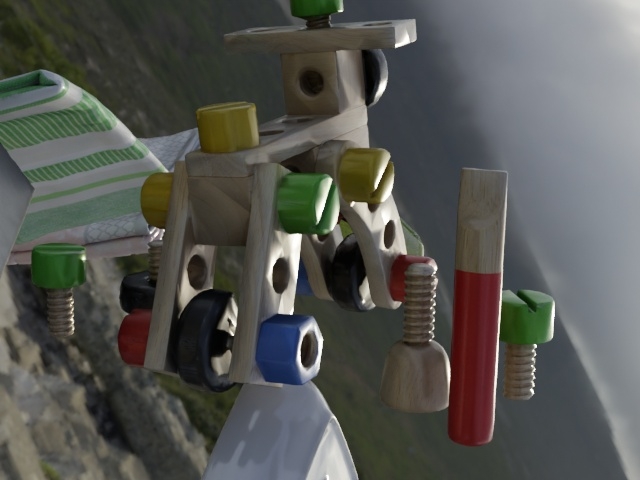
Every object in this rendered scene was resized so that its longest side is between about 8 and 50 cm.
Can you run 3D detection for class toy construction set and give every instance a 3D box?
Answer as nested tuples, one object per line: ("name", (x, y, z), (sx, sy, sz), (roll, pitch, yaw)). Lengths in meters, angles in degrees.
("toy construction set", (0.004, -0.040, 0.612), (0.309, 0.257, 0.237), (17, -71, 50))

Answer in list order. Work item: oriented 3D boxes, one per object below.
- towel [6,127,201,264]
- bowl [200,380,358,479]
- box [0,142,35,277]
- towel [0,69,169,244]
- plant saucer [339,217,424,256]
("towel", (-0.350, -0.073, 1.520), (0.332, 0.317, 0.053), (-73, 155, -57))
("bowl", (-0.021, 0.162, 0.629), (0.142, 0.053, 0.142), (74, 31, -45))
("box", (-0.506, 0.041, 0.728), (0.297, 0.472, 0.480), (56, 5, -22))
("towel", (-0.327, -0.085, 1.170), (0.325, 0.248, 0.038), (55, 24, -65))
("plant saucer", (0.029, -0.029, 0.915), (0.188, 0.045, 0.188), (44, 5, 0))
